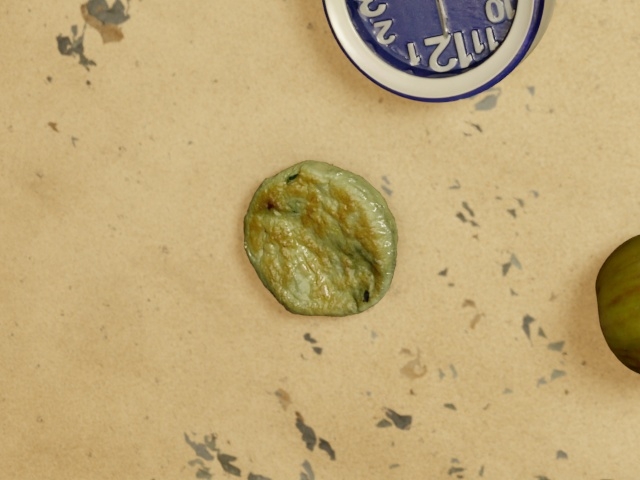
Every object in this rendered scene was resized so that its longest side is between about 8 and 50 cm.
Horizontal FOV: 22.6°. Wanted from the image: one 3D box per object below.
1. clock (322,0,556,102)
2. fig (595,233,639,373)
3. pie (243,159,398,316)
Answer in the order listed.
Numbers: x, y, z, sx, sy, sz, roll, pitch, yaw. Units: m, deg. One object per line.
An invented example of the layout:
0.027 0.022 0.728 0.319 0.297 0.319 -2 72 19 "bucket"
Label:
0.118 -0.257 1.599 0.230 0.083 0.230 8 112 19 "clock"
0.362 0.062 1.564 0.186 0.142 0.148 -18 127 41 "fig"
0.000 0.000 1.763 0.186 0.041 0.187 8 112 22 "pie"
